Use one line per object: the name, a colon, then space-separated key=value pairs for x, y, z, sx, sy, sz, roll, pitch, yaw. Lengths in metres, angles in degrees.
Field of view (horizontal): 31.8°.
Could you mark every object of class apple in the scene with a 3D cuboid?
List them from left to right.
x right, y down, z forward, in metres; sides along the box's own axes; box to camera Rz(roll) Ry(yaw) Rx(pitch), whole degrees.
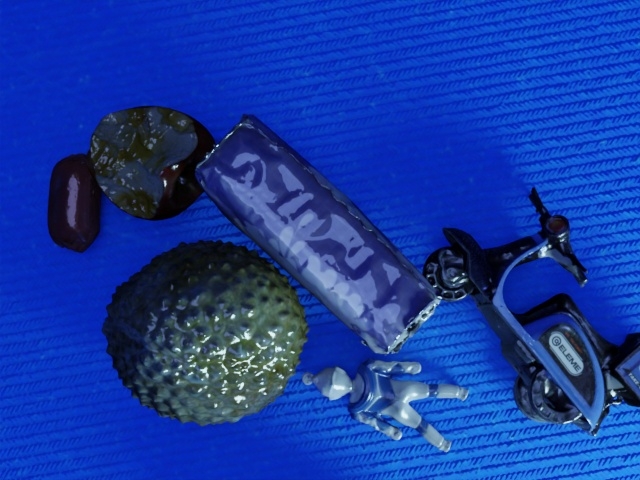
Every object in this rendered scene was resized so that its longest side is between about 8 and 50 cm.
apple: x=-0.233 y=-0.112 z=1.547 sx=0.158 sy=0.147 sz=0.156 roll=31 pitch=99 yaw=21

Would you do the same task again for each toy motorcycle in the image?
toy motorcycle: x=0.307 y=0.099 z=1.531 sx=0.213 sy=0.125 sz=0.358 roll=-39 pitch=89 yaw=-8

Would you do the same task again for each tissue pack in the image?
tissue pack: x=0.000 y=0.000 z=1.482 sx=0.344 sy=0.242 sz=0.125 roll=43 pitch=86 yaw=3

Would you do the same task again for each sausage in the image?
sausage: x=-0.347 y=-0.054 z=1.583 sx=0.076 sy=0.076 sz=0.141 roll=5 pitch=88 yaw=3

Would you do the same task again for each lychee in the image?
lychee: x=-0.151 y=0.123 z=1.478 sx=0.255 sy=0.274 sz=0.255 roll=1 pitch=94 yaw=22

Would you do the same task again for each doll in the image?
doll: x=0.086 y=0.212 z=1.564 sx=0.227 sy=0.057 sz=0.114 roll=18 pitch=95 yaw=-6
